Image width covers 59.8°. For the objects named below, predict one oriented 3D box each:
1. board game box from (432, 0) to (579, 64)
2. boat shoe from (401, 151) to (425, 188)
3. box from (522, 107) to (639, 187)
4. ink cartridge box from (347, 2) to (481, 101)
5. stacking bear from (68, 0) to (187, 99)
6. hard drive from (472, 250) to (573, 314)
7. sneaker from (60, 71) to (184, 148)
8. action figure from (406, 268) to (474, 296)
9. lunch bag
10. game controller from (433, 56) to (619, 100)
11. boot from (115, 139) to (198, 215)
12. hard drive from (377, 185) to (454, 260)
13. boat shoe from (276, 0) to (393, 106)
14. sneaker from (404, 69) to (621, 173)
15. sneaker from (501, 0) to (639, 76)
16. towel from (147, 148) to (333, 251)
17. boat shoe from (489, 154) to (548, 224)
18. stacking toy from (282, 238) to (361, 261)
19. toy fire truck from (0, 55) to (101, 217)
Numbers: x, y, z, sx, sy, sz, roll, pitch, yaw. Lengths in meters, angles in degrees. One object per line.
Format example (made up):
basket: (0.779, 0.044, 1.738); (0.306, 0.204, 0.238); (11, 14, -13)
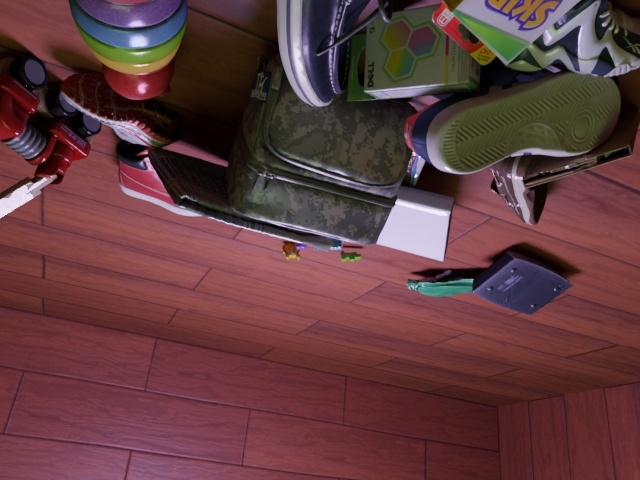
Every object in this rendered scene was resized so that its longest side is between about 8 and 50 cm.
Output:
board game box: (0.259, -0.312, 0.628); (0.124, 0.039, 0.259); (23, 131, -37)
boat shoe: (0.174, -0.159, 1.113); (0.066, 0.066, 0.183); (20, 155, 6)
box: (0.440, -0.156, 0.931); (0.164, 0.201, 0.021); (-18, 105, 39)
ink cartridge box: (0.120, -0.264, 0.794); (0.209, 0.108, 0.062); (4, -177, 31)
stacking bear: (-0.267, -0.313, 0.796); (0.175, 0.164, 0.289); (11, 158, -9)
hard drive: (0.550, 0.116, 1.528); (0.255, 0.054, 0.172); (21, 129, -30)
sneaker: (-0.377, -0.231, 1.048); (0.225, 0.088, 0.093); (26, 149, -35)
action figure: (0.371, 0.128, 1.637); (0.232, 0.063, 0.137); (-1, 155, 6)
lunch bag: (0.000, -0.160, 0.973); (0.305, 0.212, 0.256); (15, 113, -18)
game controller: (0.320, -0.255, 0.898); (0.319, 0.067, 0.166); (17, 138, -21)
boot: (-0.324, -0.141, 1.224); (0.244, 0.088, 0.176); (15, 151, -9)
hard drive: (0.109, -0.062, 1.233); (0.353, 0.047, 0.233); (15, 156, 16)
boat shoe: (0.041, -0.339, 0.638); (0.156, 0.186, 0.500); (12, 149, 2)
sneaker: (0.287, -0.189, 0.848); (0.350, 0.131, 0.148); (-11, -159, -20)
sneaker: (0.366, -0.305, 0.730); (0.235, 0.094, 0.153); (3, 151, -1)
towel: (-0.158, -0.091, 1.093); (0.324, 0.056, 0.312); (17, -166, -30)
boat shoe: (0.399, -0.116, 1.136); (0.095, 0.095, 0.257); (19, 164, 32)
stacking toy: (0.000, 0.000, 1.482); (0.221, 0.052, 0.167); (2, 155, 4)
toy fire truck: (-0.554, -0.173, 1.021); (0.159, 0.246, 0.217); (-6, 152, 22)
